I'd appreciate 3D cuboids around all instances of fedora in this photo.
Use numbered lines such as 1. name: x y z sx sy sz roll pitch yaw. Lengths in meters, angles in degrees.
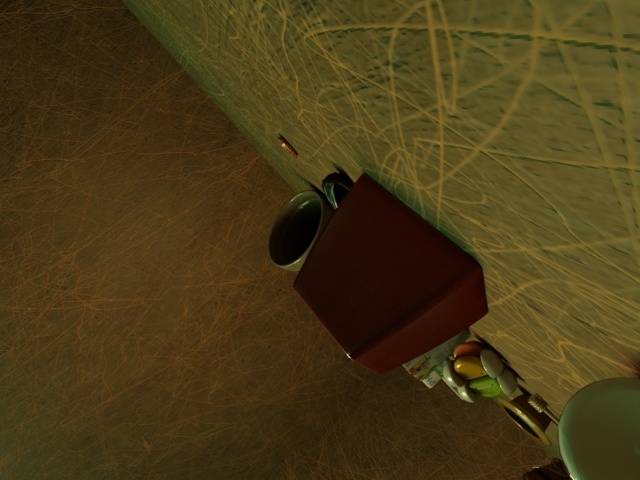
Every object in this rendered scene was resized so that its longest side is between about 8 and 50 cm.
1. fedora: 0.621 0.516 1.225 0.194 0.079 0.194 47 173 7

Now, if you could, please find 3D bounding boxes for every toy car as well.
1. toy car: 0.442 0.356 1.152 0.182 0.159 0.136 46 -146 -20

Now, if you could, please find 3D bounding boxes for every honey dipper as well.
1. honey dipper: 0.615 0.468 1.070 0.161 0.030 0.030 42 179 11

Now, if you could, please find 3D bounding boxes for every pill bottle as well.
1. pill bottle: 0.340 0.246 0.444 0.245 0.130 0.130 47 179 -44

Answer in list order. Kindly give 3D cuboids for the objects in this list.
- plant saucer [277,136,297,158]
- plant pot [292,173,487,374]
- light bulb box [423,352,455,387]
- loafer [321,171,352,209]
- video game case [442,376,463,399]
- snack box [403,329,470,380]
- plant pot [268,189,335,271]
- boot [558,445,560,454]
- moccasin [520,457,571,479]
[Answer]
1. plant saucer: -0.099 -0.284 1.253 0.083 0.013 0.083 47 179 1
2. plant pot: 0.114 0.090 0.758 0.267 0.236 0.267 45 179 34
3. light bulb box: 0.375 0.374 1.791 0.358 0.225 0.361 47 178 -22
4. loafer: 0.082 -0.054 0.922 0.223 0.076 0.078 51 -174 -22
5. video game case: 0.599 0.560 1.726 0.143 0.157 0.019 47 174 1
6. snack box: 0.334 0.309 1.201 0.070 0.207 0.174 46 180 34
7. plant pot: 0.000 0.000 1.635 0.281 0.323 0.323 26 -169 -34
8. boot: 0.747 0.630 1.166 0.085 0.059 0.158 42 179 -3
9. moccasin: 0.694 0.694 1.168 0.380 0.146 0.139 20 -161 -33
